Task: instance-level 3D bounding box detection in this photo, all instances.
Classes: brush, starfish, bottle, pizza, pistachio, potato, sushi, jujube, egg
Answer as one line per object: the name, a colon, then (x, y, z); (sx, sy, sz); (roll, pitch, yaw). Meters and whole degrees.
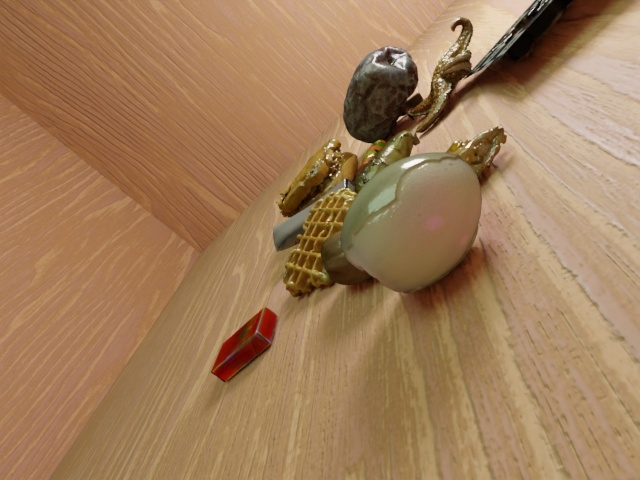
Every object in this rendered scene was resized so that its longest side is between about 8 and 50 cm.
brush: (0.275, -0.458, 1.509); (0.248, 0.043, 0.036); (-26, 20, 51)
starfish: (0.346, -0.463, 1.206); (0.303, 0.113, 0.312); (-57, 6, 50)
bottle: (0.167, -0.250, 1.262); (0.069, 0.069, 0.187); (-35, 19, 37)
pizza: (0.218, -0.109, 0.804); (0.297, 0.071, 0.189); (-31, 23, 43)
pistachio: (0.075, 0.026, 0.809); (0.126, 0.108, 0.186); (-22, 3, -44)
potato: (0.169, -0.193, 1.086); (0.225, 0.090, 0.117); (-52, 17, -10)
sushi: (0.521, -0.520, 0.978); (0.359, 0.064, 0.343); (-49, 5, 15)
jujube: (0.192, -0.478, 1.395); (0.317, 0.226, 0.226); (110, -173, -51)
egg: (0.141, -0.035, 0.622); (0.217, 0.183, 0.183); (-56, 15, 10)

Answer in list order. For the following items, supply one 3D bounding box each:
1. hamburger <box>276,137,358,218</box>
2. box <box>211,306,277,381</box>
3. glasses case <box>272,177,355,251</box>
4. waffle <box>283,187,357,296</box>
hamburger: (-0.006, -0.198, 1.418); (0.319, 0.158, 0.318); (-43, 18, 17)
box: (-0.184, 0.254, 1.026); (0.175, 0.048, 0.112); (-42, 16, 21)
glasses case: (-0.014, -0.059, 1.249); (0.308, 0.083, 0.128); (-30, 35, 31)
waffle: (-0.001, -0.001, 1.044); (0.283, 0.065, 0.309); (-43, 26, 29)
